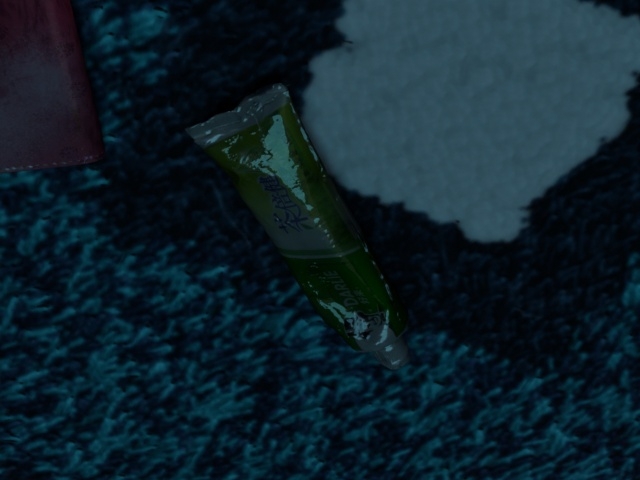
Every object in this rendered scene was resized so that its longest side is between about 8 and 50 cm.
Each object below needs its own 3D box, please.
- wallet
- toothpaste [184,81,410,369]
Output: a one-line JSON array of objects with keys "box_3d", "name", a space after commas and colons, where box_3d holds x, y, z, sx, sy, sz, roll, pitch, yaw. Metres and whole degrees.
[{"box_3d": [-0.216, -0.144, 0.826, 0.119, 0.025, 0.232, -6, 126, 3], "name": "wallet"}, {"box_3d": [0.000, 0.000, 0.919, 0.078, 0.047, 0.248, -24, 120, 13], "name": "toothpaste"}]
